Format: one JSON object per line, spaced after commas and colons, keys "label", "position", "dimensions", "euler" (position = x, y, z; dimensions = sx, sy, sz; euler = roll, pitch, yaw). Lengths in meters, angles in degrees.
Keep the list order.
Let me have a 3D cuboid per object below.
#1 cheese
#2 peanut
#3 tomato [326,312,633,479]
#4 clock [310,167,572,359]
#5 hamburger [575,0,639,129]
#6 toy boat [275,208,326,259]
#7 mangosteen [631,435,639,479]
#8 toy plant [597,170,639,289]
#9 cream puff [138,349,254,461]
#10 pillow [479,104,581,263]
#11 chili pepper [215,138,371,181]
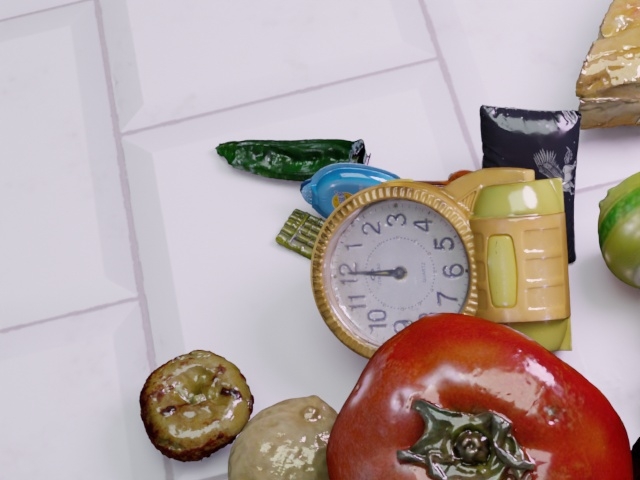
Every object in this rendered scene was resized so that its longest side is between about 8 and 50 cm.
{"label": "cheese", "position": [0.099, -0.063, 1.726], "dimensions": [0.256, 0.106, 0.037], "euler": [0, 42, 4]}
{"label": "peanut", "position": [-0.036, 0.262, 1.538], "dimensions": [0.140, 0.109, 0.159], "euler": [25, 69, 4]}
{"label": "tomato", "position": [0.173, 0.251, 1.396], "dimensions": [0.325, 0.290, 0.293], "euler": [27, 81, 15]}
{"label": "clock", "position": [0.153, 0.038, 1.584], "dimensions": [0.316, 0.200, 0.244], "euler": [-4, 89, 15]}
{"label": "hamburger", "position": [0.490, -0.266, 1.757], "dimensions": [0.209, 0.162, 0.330], "euler": [20, 61, 16]}
{"label": "toy boat", "position": [0.000, 0.000, 1.747], "dimensions": [0.115, 0.016, 0.063], "euler": [24, 65, 20]}
{"label": "mangosteen", "position": [0.436, 0.279, 1.415], "dimensions": [0.209, 0.210, 0.210], "euler": [-3, 59, 6]}
{"label": "toy plant", "position": [0.467, 0.072, 1.540], "dimensions": [0.184, 0.224, 0.316], "euler": [-34, 50, 27]}
{"label": "cream puff", "position": [-0.155, 0.214, 1.600], "dimensions": [0.149, 0.084, 0.149], "euler": [-1, 60, 2]}
{"label": "pillow", "position": [0.275, -0.073, 1.669], "dimensions": [0.141, 0.055, 0.208], "euler": [3, 104, 6]}
{"label": "chili pepper", "position": [-0.047, -0.121, 1.810], "dimensions": [0.226, 0.059, 0.088], "euler": [8, 33, 20]}
